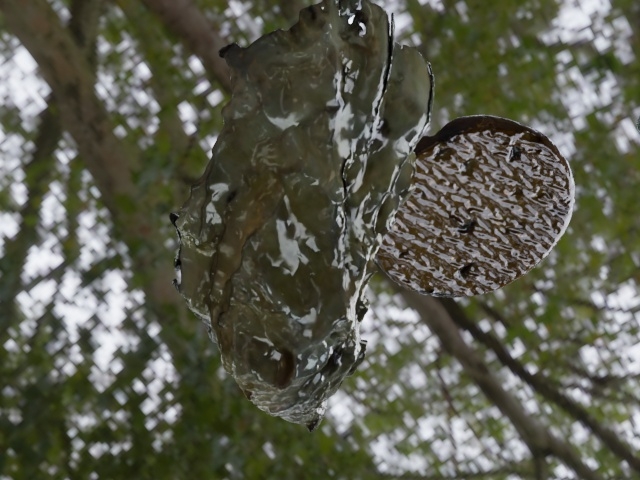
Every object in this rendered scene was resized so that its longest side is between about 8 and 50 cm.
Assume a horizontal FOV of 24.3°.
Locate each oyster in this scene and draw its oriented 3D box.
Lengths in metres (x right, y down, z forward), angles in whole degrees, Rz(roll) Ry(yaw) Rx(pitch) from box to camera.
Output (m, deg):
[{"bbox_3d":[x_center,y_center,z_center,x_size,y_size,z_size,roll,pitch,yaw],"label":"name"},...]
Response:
[{"bbox_3d":[-0.005,-0.005,0.660,0.072,0.132,0.209,47,-63,41],"label":"oyster"}]

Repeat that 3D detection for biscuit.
[{"bbox_3d":[0.143,-0.030,1.413,0.212,0.212,0.036,-30,-140,7],"label":"biscuit"}]

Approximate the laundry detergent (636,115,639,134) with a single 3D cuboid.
[{"bbox_3d":[0.413,-0.119,1.135,0.305,0.287,0.287,-66,-153,20],"label":"laundry detergent"}]
